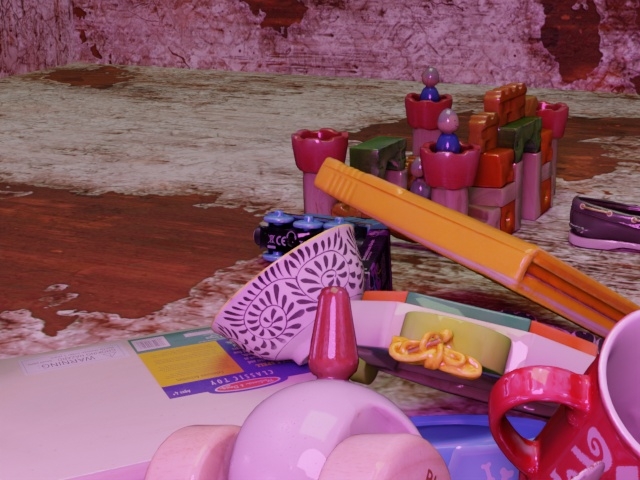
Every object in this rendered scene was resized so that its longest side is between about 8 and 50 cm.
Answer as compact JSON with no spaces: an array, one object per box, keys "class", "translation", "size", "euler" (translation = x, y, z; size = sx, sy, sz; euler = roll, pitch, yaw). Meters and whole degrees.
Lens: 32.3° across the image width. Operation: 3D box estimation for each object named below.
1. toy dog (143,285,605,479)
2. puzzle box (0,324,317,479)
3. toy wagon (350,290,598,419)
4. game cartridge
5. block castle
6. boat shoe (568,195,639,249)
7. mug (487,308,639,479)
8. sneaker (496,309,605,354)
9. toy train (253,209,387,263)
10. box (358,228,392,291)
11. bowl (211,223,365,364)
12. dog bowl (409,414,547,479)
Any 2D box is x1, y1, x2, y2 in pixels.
[{"class":"toy dog","translation":[0.047,0.140,0.637],"size":[0.220,0.161,0.334],"euler":[7,-21,17]},{"class":"puzzle box","translation":[-0.181,0.165,1.020],"size":[0.409,0.052,0.272],"euler":[-8,18,-22]},{"class":"toy wagon","translation":[0.132,0.101,0.920],"size":[0.267,0.068,0.344],"euler":[12,-12,19]},{"class":"game cartridge","translation":[0.184,0.016,1.207],"size":[0.285,0.053,0.323],"euler":[26,4,-42]},{"class":"block castle","translation":[0.188,-0.145,1.740],"size":[0.303,0.213,0.453],"euler":[9,19,30]},{"class":"boat shoe","translation":[0.468,-0.023,1.565],"size":[0.227,0.069,0.081],"euler":[4,18,15]},{"class":"mug","translation":[0.184,0.120,0.710],"size":[0.150,0.169,0.113],"euler":[34,58,10]},{"class":"sneaker","translation":[0.236,0.127,1.108],"size":[0.170,0.071,0.068],"euler":[24,44,23]},{"class":"toy train","translation":[0.000,0.000,1.517],"size":[0.184,0.080,0.105],"euler":[7,10,32]},{"class":"box","translation":[0.057,0.064,1.226],"size":[0.029,0.116,0.162],"euler":[-1,16,11]},{"class":"bowl","translation":[-0.014,0.067,1.061],"size":[0.170,0.080,0.170],"euler":[-35,-11,-8]},{"class":"dog bowl","translation":[0.032,0.184,0.842],"size":[0.297,0.074,0.166],"euler":[-4,-1,-7]}]
